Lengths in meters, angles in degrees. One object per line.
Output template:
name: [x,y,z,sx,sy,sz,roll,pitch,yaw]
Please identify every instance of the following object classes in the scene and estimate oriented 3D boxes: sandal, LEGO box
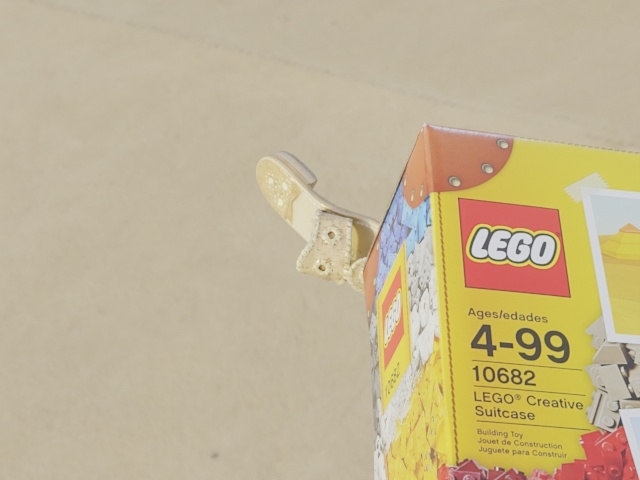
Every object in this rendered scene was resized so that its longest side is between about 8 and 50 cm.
sandal: [-0.001,0.005,1.256,0.079,0.088,0.240,-26,54,-33]
LEGO box: [0.291,0.152,0.842,0.500,0.193,0.373,6,55,-10]
